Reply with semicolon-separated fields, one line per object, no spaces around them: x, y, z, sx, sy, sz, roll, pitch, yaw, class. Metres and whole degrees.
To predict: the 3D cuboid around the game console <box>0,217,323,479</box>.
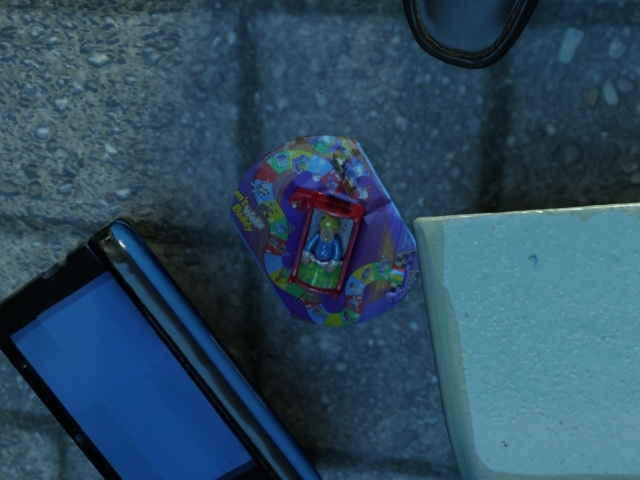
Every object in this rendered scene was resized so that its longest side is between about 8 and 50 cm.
-0.145;0.145;0.863;0.173;0.250;0.293;-38;99;-6;game console

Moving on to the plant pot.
0.206;0.106;0.686;0.248;0.247;0.252;-3;88;14;plant pot

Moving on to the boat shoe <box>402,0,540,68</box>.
0.115;-0.285;0.670;0.132;0.130;0.355;12;111;9;boat shoe

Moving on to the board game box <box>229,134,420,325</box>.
0.000;0.000;0.847;0.133;0.033;0.168;-27;101;19;board game box
